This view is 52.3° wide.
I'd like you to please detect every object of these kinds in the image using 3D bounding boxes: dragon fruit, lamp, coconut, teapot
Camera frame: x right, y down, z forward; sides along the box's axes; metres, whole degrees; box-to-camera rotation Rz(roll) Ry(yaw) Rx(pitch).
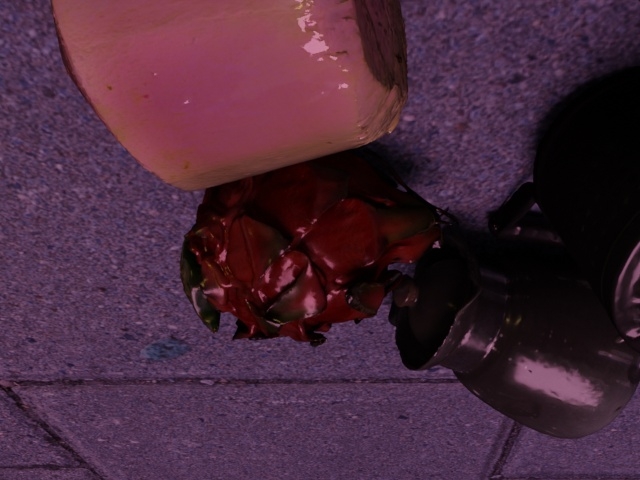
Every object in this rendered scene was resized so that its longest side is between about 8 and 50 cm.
[{"bbox_3d":[0.000,0.000,0.688,0.293,0.233,0.233,-5,145,-15],"label":"dragon fruit"},{"bbox_3d":[0.321,-0.014,0.589,0.205,0.272,0.374,11,142,-9],"label":"lamp"},{"bbox_3d":[-0.073,-0.159,0.464,0.245,0.233,0.233,-7,142,22],"label":"coconut"},{"bbox_3d":[0.213,0.090,0.842,0.285,0.305,0.223,20,103,-12],"label":"teapot"}]
